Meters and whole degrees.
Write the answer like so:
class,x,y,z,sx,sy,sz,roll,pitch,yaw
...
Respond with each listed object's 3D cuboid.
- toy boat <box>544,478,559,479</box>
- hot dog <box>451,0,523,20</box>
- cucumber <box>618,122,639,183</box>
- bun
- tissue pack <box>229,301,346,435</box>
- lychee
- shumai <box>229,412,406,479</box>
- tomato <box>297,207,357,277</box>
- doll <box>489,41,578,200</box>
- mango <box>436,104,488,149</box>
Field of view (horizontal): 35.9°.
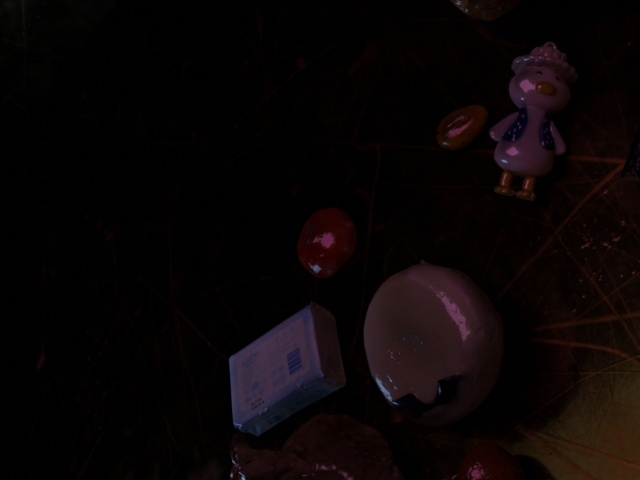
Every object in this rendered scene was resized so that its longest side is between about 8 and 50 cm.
class,x,y,z,sx,sy,sz,roll,pitch,yaw
toy boat,0.388,0.432,1.399,0.109,0.098,0.238,-49,41,14
hot dog,0.363,-0.578,1.801,0.196,0.367,0.365,45,119,16
cucumber,0.538,-0.187,1.591,0.052,0.058,0.215,7,73,56
bun,0.212,0.174,1.686,0.283,0.179,0.283,3,93,52
tissue pack,-0.071,0.265,2.008,0.263,0.089,0.177,-37,45,33
lychee,0.254,0.377,1.564,0.140,0.101,0.114,4,79,17
shumai,-0.028,0.419,1.743,0.314,0.262,0.267,-8,65,44
tomato,0.000,0.000,2.082,0.155,0.069,0.156,-25,53,39
doll,0.376,-0.216,1.743,0.138,0.119,0.293,15,79,7
mango,0.274,-0.219,1.907,0.114,0.057,0.079,-35,43,20
